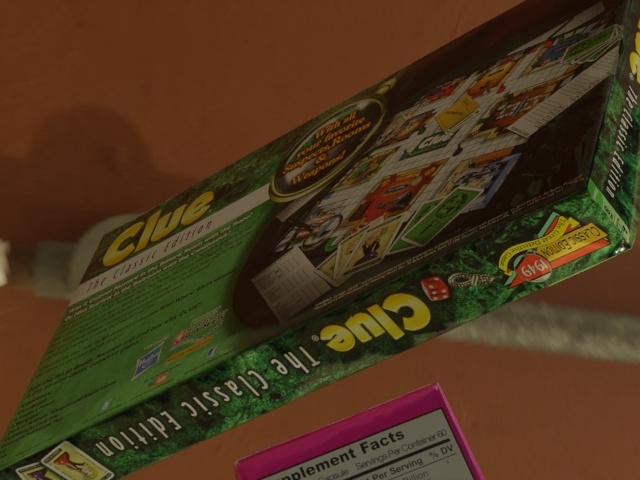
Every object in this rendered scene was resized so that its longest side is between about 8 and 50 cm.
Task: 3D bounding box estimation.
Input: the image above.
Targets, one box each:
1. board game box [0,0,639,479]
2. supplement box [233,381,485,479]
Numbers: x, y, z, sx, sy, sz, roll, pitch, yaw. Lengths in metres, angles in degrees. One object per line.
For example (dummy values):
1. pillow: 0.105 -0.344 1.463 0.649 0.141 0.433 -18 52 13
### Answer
1. board game box: 0.000 0.000 0.633 0.259 0.136 0.030 -27 -60 36
2. supplement box: 0.048 0.197 0.911 0.114 0.111 0.220 -19 -113 -10
